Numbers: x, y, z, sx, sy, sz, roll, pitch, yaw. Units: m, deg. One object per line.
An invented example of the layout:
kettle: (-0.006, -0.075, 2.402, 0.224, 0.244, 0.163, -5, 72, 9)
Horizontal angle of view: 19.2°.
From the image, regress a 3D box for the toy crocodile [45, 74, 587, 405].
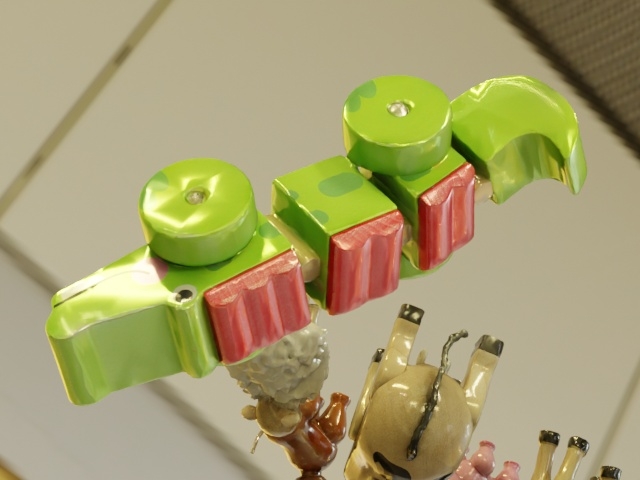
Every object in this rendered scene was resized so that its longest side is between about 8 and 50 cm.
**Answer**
toy crocodile: (0.000, 0.000, 1.090, 0.105, 0.340, 0.115, 46, -28, 40)

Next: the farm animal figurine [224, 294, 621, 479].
farm animal figurine: (0.082, 0.193, 1.552, 0.330, 0.172, 0.327, 13, -29, 14)
